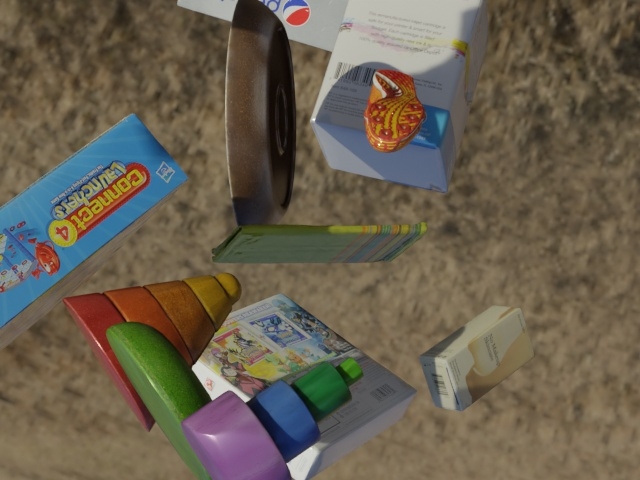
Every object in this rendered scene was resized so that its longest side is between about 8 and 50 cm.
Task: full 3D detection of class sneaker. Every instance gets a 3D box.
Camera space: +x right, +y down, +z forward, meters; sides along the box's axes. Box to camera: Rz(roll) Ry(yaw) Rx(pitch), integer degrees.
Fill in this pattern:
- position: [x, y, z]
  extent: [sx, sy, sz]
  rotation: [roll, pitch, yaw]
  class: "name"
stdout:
- position: [0.077, -0.125, 1.354]
  extent: [0.064, 0.175, 0.067]
  rotation: [10, 116, 3]
  class: "sneaker"

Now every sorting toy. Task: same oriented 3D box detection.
- position: [-0.068, 0.079, 0.872]
  extent: [0.127, 0.126, 0.365]
  rotation: [62, 163, -17]
  class: "sorting toy"

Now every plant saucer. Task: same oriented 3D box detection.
- position: [-0.069, -0.152, 1.598]
  extent: [0.050, 0.311, 0.311]
  rotation: [-1, 155, 7]
  class: "plant saucer"

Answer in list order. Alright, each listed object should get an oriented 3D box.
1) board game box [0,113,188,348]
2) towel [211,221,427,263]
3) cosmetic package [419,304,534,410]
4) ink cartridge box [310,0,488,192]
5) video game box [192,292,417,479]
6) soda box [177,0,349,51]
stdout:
- position: [-0.313, 0.043, 1.264]
  extent: [0.086, 0.302, 0.308]
  rotation: [49, 144, -3]
  class: "board game box"
- position: [0.000, 0.000, 1.468]
  extent: [0.237, 0.021, 0.102]
  rotation: [0, 157, -26]
  class: "towel"
- position: [0.157, 0.116, 1.273]
  extent: [0.041, 0.115, 0.060]
  rotation: [3, 119, 52]
  class: "cosmetic package"
- position: [0.128, -0.245, 1.938]
  extent: [0.198, 0.270, 0.197]
  rotation: [14, 165, 14]
  class: "ink cartridge box"
- position: [-0.030, 0.138, 1.260]
  extent: [0.187, 0.048, 0.205]
  rotation: [37, -154, 20]
  class: "video game box"
- position: [-0.089, -0.399, 2.140]
  extent: [0.286, 0.098, 0.091]
  rotation: [15, -169, -4]
  class: "soda box"
